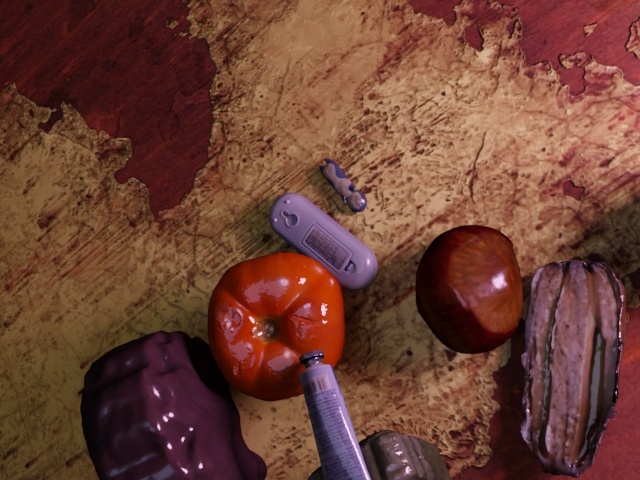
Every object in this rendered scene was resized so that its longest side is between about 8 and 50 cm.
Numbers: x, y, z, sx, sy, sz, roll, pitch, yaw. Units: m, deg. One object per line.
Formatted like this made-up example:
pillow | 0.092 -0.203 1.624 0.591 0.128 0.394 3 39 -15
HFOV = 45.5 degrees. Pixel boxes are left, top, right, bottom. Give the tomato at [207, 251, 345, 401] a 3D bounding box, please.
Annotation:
tomato | -0.067 0.146 1.316 0.260 0.180 0.259 1 92 15

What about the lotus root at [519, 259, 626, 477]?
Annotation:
lotus root | 0.393 0.195 1.162 0.167 0.078 0.329 8 90 49

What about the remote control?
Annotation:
remote control | 0.000 0.000 1.376 0.244 0.047 0.087 39 105 25

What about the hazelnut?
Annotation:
hazelnut | 0.237 0.068 1.212 0.170 0.160 0.201 10 52 14

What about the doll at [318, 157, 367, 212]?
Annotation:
doll | 0.040 -0.100 1.376 0.037 0.027 0.125 -49 68 21

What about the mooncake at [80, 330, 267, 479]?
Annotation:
mooncake | -0.247 0.339 1.316 0.212 0.350 0.381 -28 84 11

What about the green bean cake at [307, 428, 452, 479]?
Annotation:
green bean cake | 0.092 0.383 1.219 0.185 0.183 0.094 -36 55 19

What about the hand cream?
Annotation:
hand cream | 0.016 0.293 1.156 0.088 0.055 0.256 -26 64 19
